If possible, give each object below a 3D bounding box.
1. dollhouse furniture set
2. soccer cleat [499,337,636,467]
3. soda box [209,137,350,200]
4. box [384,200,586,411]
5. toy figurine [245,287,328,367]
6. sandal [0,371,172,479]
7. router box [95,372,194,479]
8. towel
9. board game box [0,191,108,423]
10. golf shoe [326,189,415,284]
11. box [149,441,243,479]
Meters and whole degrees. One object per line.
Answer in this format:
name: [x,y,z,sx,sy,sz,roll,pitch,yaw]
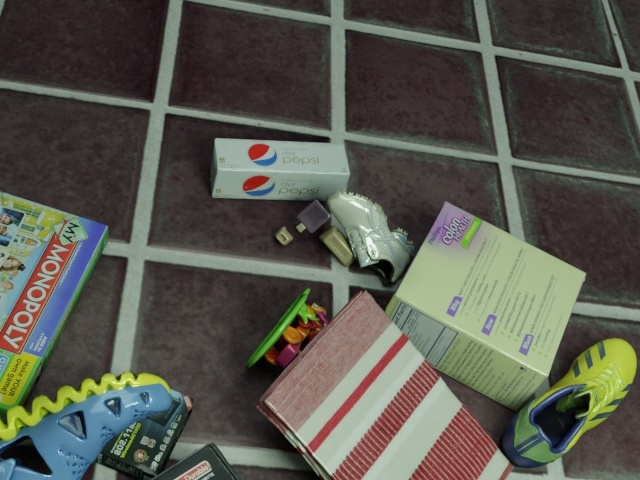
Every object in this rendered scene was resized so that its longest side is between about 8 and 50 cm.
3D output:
dollhouse furniture set: [0.000,0.000,1.462,0.114,0.091,0.081,48,11,-5]
soccer cleat: [0.375,0.224,1.314,0.289,0.121,0.093,-31,77,-31]
soda box: [-0.067,-0.113,1.487,0.216,0.074,0.069,1,54,-15]
box: [0.239,0.096,1.385,0.243,0.117,0.213,28,51,6]
toy figurine: [0.004,0.164,1.294,0.159,0.130,0.173,39,27,-1]
sandal: [-0.322,0.253,1.097,0.317,0.126,0.138,-22,80,-11]
router box: [-0.229,0.243,1.192,0.092,0.038,0.122,22,51,3]
towel: [0.093,0.255,1.210,0.329,0.037,0.237,50,53,-5]
board game box: [-0.448,0.075,1.257,0.214,0.046,0.317,17,51,-1]
golf shoe: [0.071,-0.004,1.411,0.176,0.069,0.086,39,55,-22]
box: [-0.162,0.426,1.052,0.296,0.073,0.293,-27,65,-31]
